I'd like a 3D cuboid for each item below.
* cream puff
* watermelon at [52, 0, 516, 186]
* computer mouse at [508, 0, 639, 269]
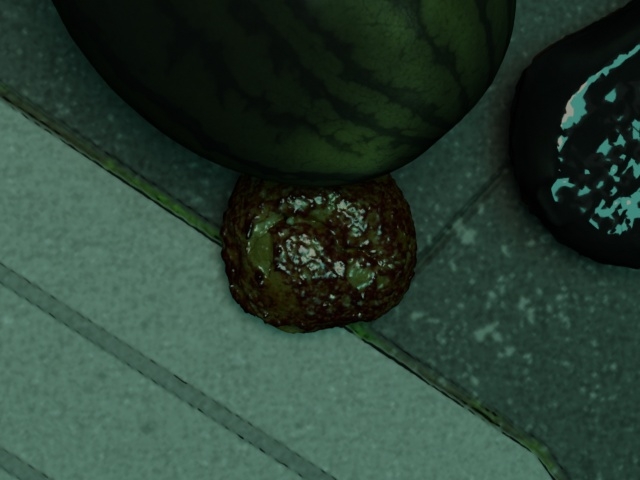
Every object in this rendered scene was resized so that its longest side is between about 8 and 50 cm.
[{"bbox_3d":[0.000,0.000,1.073,0.149,0.084,0.149,0,87,-9],"label":"cream puff"},{"bbox_3d":[-0.041,-0.201,0.969,0.279,0.279,0.359,-40,95,-9],"label":"watermelon"},{"bbox_3d":[0.285,-0.110,1.115,0.323,0.116,0.183,-31,96,-3],"label":"computer mouse"}]
